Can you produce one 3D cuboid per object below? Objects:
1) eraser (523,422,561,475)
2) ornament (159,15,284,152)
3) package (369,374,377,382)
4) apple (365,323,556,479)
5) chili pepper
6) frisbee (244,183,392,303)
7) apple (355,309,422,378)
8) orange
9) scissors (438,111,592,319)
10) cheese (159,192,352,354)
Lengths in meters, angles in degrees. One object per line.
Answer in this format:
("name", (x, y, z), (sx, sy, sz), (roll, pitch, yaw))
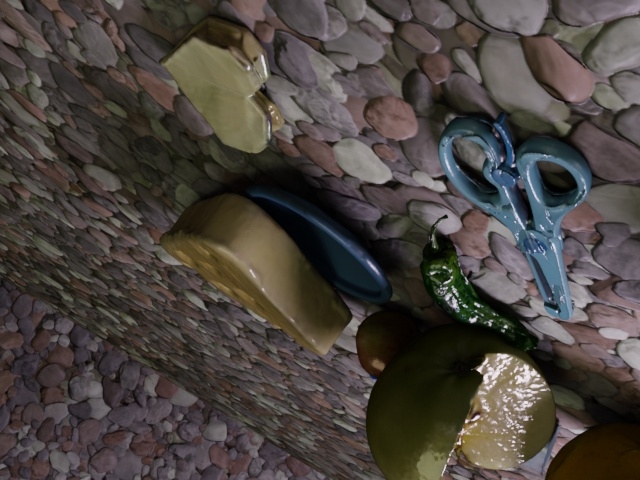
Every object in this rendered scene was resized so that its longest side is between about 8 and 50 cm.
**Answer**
("eraser", (0.329, 0.345, 1.574), (0.226, 0.081, 0.174), (22, 155, 21))
("ornament", (-0.141, -0.214, 1.097), (0.180, 0.059, 0.201), (24, 153, 21))
("package", (0.203, 0.350, 1.809), (0.171, 0.027, 0.173), (15, 155, 35))
("apple", (0.205, 0.262, 1.328), (0.233, 0.295, 0.258), (39, 144, 44))
("chili pepper", (0.206, 0.072, 1.212), (0.122, 0.065, 0.279), (-10, 135, 46))
("frisbee", (0.003, -0.003, 1.323), (0.289, 0.049, 0.289), (35, 166, 10))
("apple", (0.123, 0.186, 1.465), (0.102, 0.126, 0.126), (-5, 138, 36))
("orange", (0.484, 0.411, 1.292), (0.279, 0.279, 0.235), (17, 123, 31))
("scissors", (0.257, -0.010, 1.020), (0.180, 0.032, 0.393), (15, 152, 36))
("cheese", (-0.146, 0.035, 1.488), (0.384, 0.104, 0.384), (33, 165, 10))
